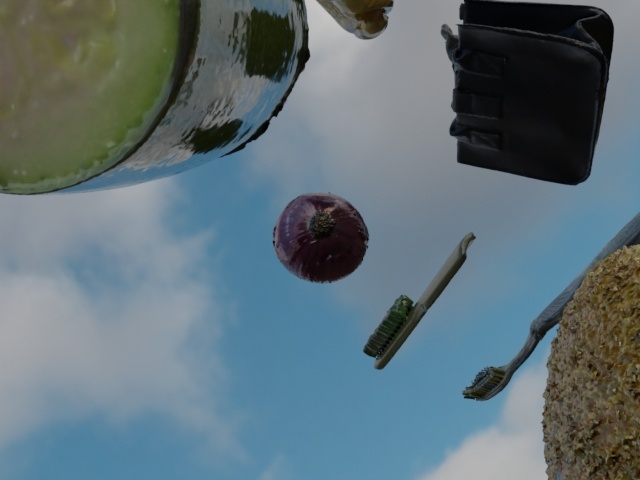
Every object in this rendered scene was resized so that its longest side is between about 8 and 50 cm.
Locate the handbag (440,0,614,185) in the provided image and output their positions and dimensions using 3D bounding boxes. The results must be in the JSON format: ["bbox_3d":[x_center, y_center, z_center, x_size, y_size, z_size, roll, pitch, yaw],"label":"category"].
[{"bbox_3d":[0.309,-0.236,1.797,0.325,0.269,0.118,83,-158,-52],"label":"handbag"}]

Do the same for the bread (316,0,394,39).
[{"bbox_3d":[0.028,-0.344,1.510,0.084,0.177,0.119,-42,8,-8],"label":"bread"}]

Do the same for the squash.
[{"bbox_3d":[-0.163,-0.174,0.936,0.263,0.263,0.384,-58,-6,12],"label":"squash"}]

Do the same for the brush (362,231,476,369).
[{"bbox_3d":[0.131,0.083,1.579,0.054,0.048,0.282,-57,-1,-44],"label":"brush"}]

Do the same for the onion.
[{"bbox_3d":[0.000,0.000,1.371,0.115,0.115,0.104,-35,-14,-22],"label":"onion"}]

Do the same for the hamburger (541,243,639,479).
[{"bbox_3d":[0.284,0.143,0.979,0.179,0.294,0.276,4,-50,-9],"label":"hamburger"}]

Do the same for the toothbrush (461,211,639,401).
[{"bbox_3d":[0.313,0.082,1.472,0.042,0.035,0.413,13,-50,-31],"label":"toothbrush"}]
